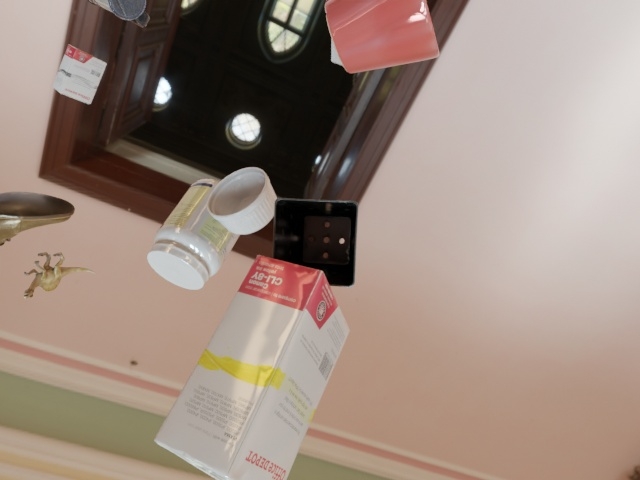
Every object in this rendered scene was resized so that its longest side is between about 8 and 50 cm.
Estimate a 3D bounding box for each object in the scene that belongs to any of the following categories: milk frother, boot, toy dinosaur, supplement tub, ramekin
[{"bbox_3d":[-0.419,-0.553,0.989,0.134,0.143,0.129,35,-166,29],"label":"milk frother"},{"bbox_3d":[-0.740,-0.039,1.066,0.305,0.115,0.112,-9,-144,-33],"label":"boot"},{"bbox_3d":[-0.642,0.075,1.103,0.053,0.093,0.183,10,-157,23],"label":"toy dinosaur"},{"bbox_3d":[-0.404,-0.023,1.541,0.235,0.235,0.325,26,-125,-2],"label":"supplement tub"},{"bbox_3d":[-0.229,-0.113,1.397,0.109,0.207,0.207,58,180,-42],"label":"ramekin"}]

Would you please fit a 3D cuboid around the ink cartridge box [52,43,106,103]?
[{"bbox_3d":[-0.711,-0.488,1.356,0.056,0.135,0.099,33,-169,29],"label":"ink cartridge box"}]

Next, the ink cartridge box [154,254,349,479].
[{"bbox_3d":[-0.105,0.268,0.903,0.160,0.279,0.385,13,-120,23],"label":"ink cartridge box"}]

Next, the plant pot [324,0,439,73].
[{"bbox_3d":[0.158,-0.571,1.196,0.275,0.243,0.275,-15,-90,-71],"label":"plant pot"}]

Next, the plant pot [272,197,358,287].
[{"bbox_3d":[0.000,0.000,1.083,0.187,0.188,0.167,3,-177,10],"label":"plant pot"}]

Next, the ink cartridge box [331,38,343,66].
[{"bbox_3d":[0.177,-0.718,1.417,0.271,0.309,0.130,-24,-137,-26],"label":"ink cartridge box"}]
